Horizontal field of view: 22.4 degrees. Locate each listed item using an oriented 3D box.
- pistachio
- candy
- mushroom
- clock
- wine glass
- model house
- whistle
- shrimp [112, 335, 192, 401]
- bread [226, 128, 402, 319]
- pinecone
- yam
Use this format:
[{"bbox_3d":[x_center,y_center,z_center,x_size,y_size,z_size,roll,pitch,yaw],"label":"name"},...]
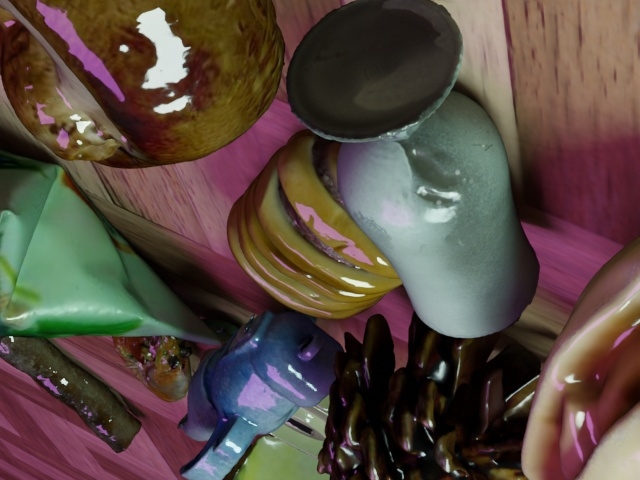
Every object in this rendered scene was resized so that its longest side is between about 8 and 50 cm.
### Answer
[{"bbox_3d":[0.230,0.109,0.939,0.318,0.213,0.193,83,167,-56],"label":"pistachio"},{"bbox_3d":[-0.253,0.030,1.503,0.263,0.172,0.398,20,169,41],"label":"candy"},{"bbox_3d":[-0.125,-0.143,0.884,0.253,0.153,0.253,47,163,19],"label":"mushroom"},{"bbox_3d":[-0.020,0.177,1.635,0.235,0.029,0.235,25,163,8],"label":"clock"},{"bbox_3d":[0.065,-0.035,0.957,0.103,0.103,0.231,19,157,33],"label":"wine glass"},{"bbox_3d":[-0.036,0.334,1.856,0.194,0.170,0.211,31,161,-2],"label":"model house"},{"bbox_3d":[-0.058,0.125,1.406,0.093,0.180,0.269,34,151,-8],"label":"whistle"},{"bbox_3d":[-0.188,0.128,1.785,0.115,0.051,0.217,36,162,-2],"label":"shrimp"},{"bbox_3d":[0.000,0.000,1.160,0.134,0.081,0.225,33,160,-3],"label":"bread"},{"bbox_3d":[0.100,0.150,1.191,0.202,0.229,0.201,25,131,-33],"label":"pinecone"},{"bbox_3d":[-0.331,0.189,2.120,0.253,0.061,0.061,45,157,-28],"label":"yam"}]
